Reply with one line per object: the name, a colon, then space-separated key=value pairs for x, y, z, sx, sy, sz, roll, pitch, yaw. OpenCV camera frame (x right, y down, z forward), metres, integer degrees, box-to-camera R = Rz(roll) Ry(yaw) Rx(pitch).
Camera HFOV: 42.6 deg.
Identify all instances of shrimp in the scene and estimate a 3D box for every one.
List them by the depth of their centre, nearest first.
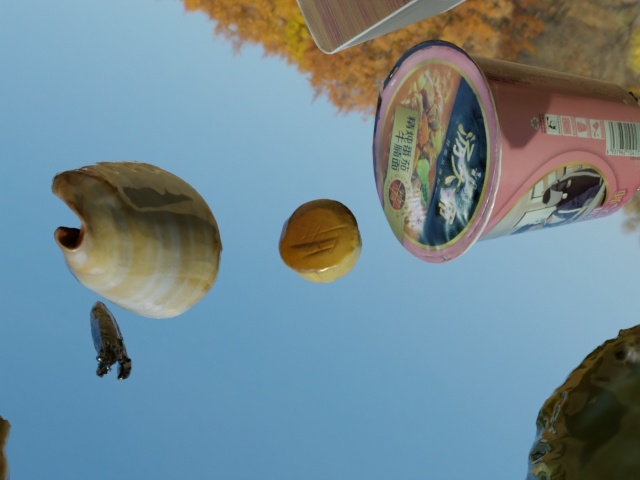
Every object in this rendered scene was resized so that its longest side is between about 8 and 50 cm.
shrimp: x=-0.243 y=0.128 z=0.978 sx=0.091 sy=0.034 sz=0.161 roll=62 pitch=176 yaw=-23

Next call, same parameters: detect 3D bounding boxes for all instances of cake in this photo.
cake: x=0.000 y=0.000 z=0.815 sx=0.084 sy=0.084 sz=0.044 roll=48 pitch=177 yaw=30

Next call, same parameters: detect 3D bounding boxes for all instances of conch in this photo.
conch: x=-0.162 y=-0.002 z=0.778 sx=0.127 sy=0.158 sz=0.255 roll=0 pitch=178 yaw=2

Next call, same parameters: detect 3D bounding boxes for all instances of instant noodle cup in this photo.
instant noodle cup: x=0.219 y=-0.099 z=0.923 sx=0.255 sy=0.243 sz=0.244 roll=-4 pitch=-141 yaw=-28

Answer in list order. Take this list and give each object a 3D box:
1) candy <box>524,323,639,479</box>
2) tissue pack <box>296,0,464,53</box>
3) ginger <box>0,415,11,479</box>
candy: x=0.253 y=0.162 z=0.487 sx=0.260 sy=0.260 sz=0.118 roll=53 pitch=166 yaw=39
tissue pack: x=0.043 y=-0.280 z=0.556 sx=0.136 sy=0.159 sz=0.246 roll=-28 pitch=-85 yaw=-35
ginger: x=-0.339 y=0.182 z=0.673 sx=0.299 sy=0.117 sz=0.065 roll=0 pitch=146 yaw=41
